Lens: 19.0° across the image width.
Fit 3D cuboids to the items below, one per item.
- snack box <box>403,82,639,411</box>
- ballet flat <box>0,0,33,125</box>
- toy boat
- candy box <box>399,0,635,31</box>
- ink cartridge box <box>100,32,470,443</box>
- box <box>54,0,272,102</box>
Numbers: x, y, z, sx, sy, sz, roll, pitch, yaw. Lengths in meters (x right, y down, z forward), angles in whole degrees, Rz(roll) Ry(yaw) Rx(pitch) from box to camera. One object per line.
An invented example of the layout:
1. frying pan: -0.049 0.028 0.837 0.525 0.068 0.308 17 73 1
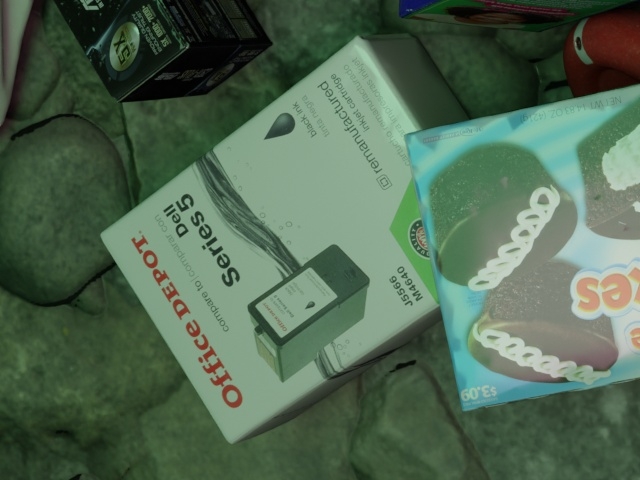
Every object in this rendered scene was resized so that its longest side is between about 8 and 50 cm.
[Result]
1. snack box: 0.230 -0.012 1.228 0.322 0.060 0.187 -12 93 10
2. ballet flat: -0.286 -0.259 1.539 0.139 0.139 0.400 19 103 21
3. toy boat: 0.206 -0.043 1.314 0.151 0.151 0.231 -10 92 -20
4. candy box: 0.148 -0.285 1.222 0.122 0.317 0.268 2 89 -12
5. ink cartridge box: 0.000 0.000 1.450 0.273 0.115 0.198 -36 82 24
6. box: -0.140 -0.203 1.471 0.077 0.147 0.180 -35 83 24
